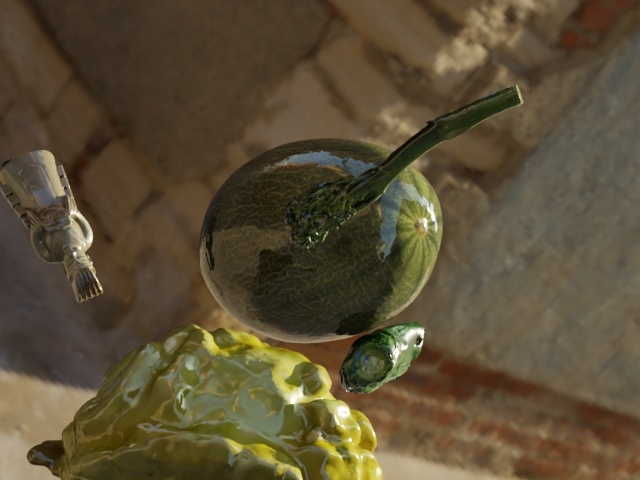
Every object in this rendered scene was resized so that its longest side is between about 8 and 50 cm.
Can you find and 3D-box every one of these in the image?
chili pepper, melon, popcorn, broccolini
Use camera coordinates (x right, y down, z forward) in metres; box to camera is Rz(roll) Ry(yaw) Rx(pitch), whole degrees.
[{"bbox_3d":[0.072,0.140,1.807,0.061,0.098,0.224,39,10,9],"label":"chili pepper"},{"bbox_3d":[0.000,0.000,1.759,0.237,0.301,0.237,15,70,-47],"label":"melon"},{"bbox_3d":[-0.084,0.167,1.108,0.233,0.266,0.192,67,22,-48],"label":"popcorn"},{"bbox_3d":[0.068,-0.068,1.290,0.054,0.239,0.051,28,34,-57],"label":"broccolini"}]

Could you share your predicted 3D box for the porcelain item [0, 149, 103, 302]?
[{"bbox_3d":[-0.331,-0.017,1.886,0.213,0.084,0.054,59,-14,29],"label":"porcelain item"}]
